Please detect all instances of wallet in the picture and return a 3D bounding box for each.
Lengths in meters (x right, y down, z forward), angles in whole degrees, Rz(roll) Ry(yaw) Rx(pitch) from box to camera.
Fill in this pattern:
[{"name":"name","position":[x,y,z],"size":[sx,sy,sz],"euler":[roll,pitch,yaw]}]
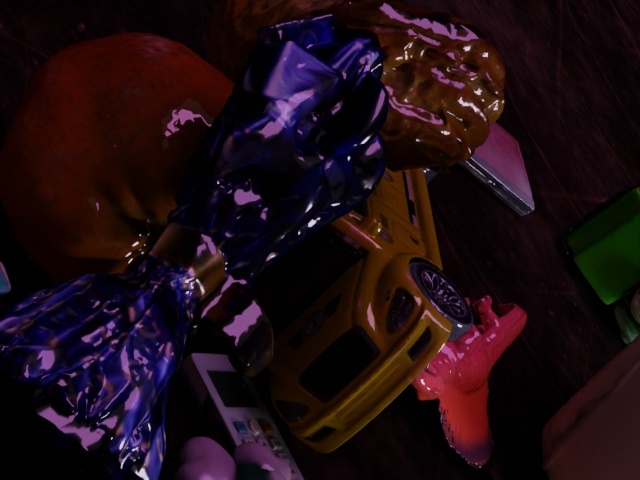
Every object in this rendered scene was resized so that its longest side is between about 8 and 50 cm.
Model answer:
[{"name":"wallet","position":[0.144,-0.126,1.785],"size":[0.232,0.025,0.119],"euler":[36,32,-35]}]

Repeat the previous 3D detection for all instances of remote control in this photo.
[{"name":"remote control","position":[-0.044,0.152,1.125],"size":[0.065,0.029,0.166],"euler":[9,47,-58]}]

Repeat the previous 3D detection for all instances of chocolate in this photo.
[{"name":"chocolate","position":[-0.063,0.006,0.930],"size":[0.343,0.126,0.148],"euler":[-50,116,-32]}]

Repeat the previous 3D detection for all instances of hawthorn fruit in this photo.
[{"name":"hawthorn fruit","position":[-0.121,-0.045,1.066],"size":[0.189,0.189,0.189],"euler":[41,29,-29]}]

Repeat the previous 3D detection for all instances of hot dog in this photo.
[{"name":"hot dog","position":[0.016,-0.114,1.149],"size":[0.175,0.114,0.259],"euler":[13,7,-22]}]

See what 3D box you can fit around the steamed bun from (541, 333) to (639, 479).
[{"name":"steamed bun","position":[0.376,0.148,1.456],"size":[0.241,0.374,0.374],"euler":[46,23,14]}]

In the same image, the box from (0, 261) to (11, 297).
[{"name":"box","position":[-0.312,-0.028,0.764],"size":[0.205,0.118,0.311],"euler":[60,25,13]}]

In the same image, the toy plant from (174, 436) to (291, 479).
[{"name":"toy plant","position":[-0.061,0.207,0.925],"size":[0.243,0.112,0.232],"euler":[10,44,-43]}]

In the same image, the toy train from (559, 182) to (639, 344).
[{"name":"toy train","position":[0.383,0.029,1.907],"size":[0.188,0.132,0.243],"euler":[55,23,9]}]

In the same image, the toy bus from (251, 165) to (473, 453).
[{"name":"toy bus","position":[0.000,0.000,1.226],"size":[0.151,0.145,0.331],"euler":[38,22,-21]}]

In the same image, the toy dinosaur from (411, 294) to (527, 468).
[{"name":"toy dinosaur","position":[0.139,0.123,1.456],"size":[0.286,0.070,0.138],"euler":[-2,71,-64]}]
